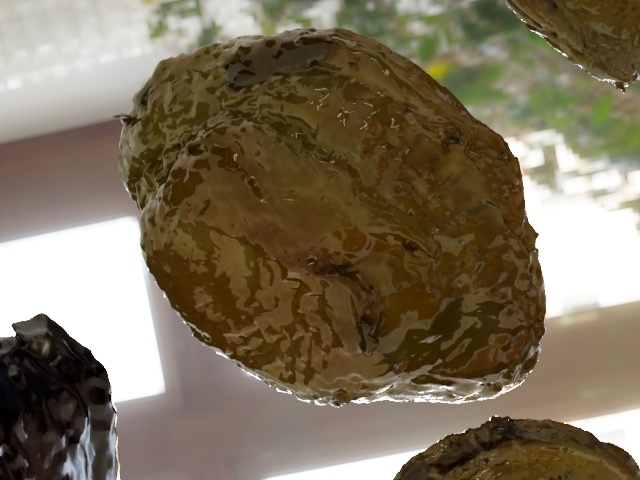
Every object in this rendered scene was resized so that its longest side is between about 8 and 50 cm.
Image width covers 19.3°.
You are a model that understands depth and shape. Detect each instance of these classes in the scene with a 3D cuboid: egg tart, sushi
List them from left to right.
[{"bbox_3d":[-0.326,0.205,1.510,0.281,0.299,0.294,65,-161,1],"label":"sushi"},{"bbox_3d":[0.000,0.000,1.375,0.351,0.339,0.153,49,-128,-6],"label":"egg tart"},{"bbox_3d":[0.141,0.242,1.347,0.106,0.241,0.241,-107,2,-64],"label":"egg tart"},{"bbox_3d":[0.247,-0.262,1.778,0.252,0.098,0.232,56,-149,9],"label":"egg tart"}]
